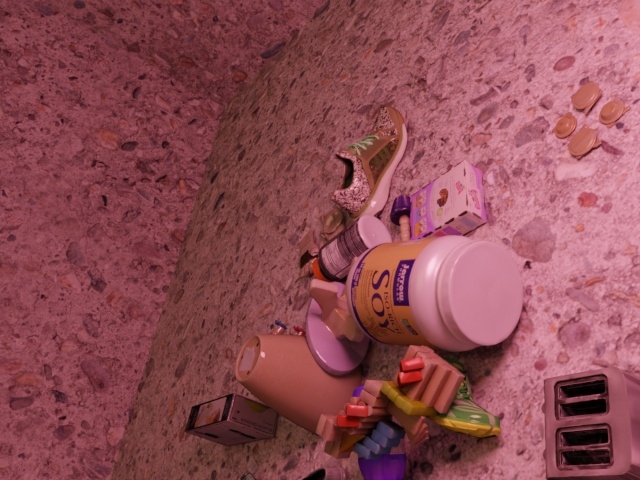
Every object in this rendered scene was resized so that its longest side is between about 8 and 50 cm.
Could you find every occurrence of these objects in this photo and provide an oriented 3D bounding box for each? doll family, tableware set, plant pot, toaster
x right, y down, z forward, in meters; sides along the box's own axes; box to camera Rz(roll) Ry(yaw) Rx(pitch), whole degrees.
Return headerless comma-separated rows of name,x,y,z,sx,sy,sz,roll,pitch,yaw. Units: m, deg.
doll family,-0.113,0.347,1.865,0.163,0.118,0.263,-51,16,-17
tableware set,0.568,-0.259,1.320,0.141,0.020,0.168,-52,30,24
plant pot,-0.077,0.353,1.624,0.256,0.274,0.256,-41,35,37
toaster,0.439,0.297,0.954,0.186,0.110,0.168,-27,45,49

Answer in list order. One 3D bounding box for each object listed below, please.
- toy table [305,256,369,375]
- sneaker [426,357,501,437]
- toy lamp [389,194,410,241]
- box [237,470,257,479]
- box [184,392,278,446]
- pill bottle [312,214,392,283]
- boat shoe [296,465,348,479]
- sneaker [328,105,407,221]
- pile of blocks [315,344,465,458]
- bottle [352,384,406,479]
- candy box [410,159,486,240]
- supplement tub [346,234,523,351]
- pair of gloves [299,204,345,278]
toy table,0.071,0.187,1.586,0.160,0.252,0.274,119,150,-44
sneaker,0.257,0.306,1.262,0.295,0.110,0.123,26,93,63
toy lamp,0.224,-0.006,1.631,0.080,0.080,0.274,-39,35,39
box,-0.210,0.775,1.622,0.232,0.058,0.322,-42,24,-16
box,-0.276,0.560,1.910,0.290,0.169,0.087,-31,39,48
pill bottle,0.081,0.037,1.785,0.246,0.131,0.130,-38,37,40
boat shoe,-0.030,0.611,1.522,0.227,0.081,0.079,-44,33,33
sneaker,0.137,-0.256,1.889,0.158,0.182,0.410,-15,53,56
pile of blocks,0.114,0.345,1.208,0.362,0.113,0.148,-48,48,28
bottle,0.130,0.453,1.321,0.118,0.092,0.282,133,137,-60
candy box,0.315,-0.081,1.547,0.196,0.070,0.164,-35,38,44
supplement tub,0.236,0.113,1.326,0.331,0.241,0.240,-9,59,58
pair of gloves,0.000,0.000,2.057,0.240,0.042,0.204,-44,32,31
